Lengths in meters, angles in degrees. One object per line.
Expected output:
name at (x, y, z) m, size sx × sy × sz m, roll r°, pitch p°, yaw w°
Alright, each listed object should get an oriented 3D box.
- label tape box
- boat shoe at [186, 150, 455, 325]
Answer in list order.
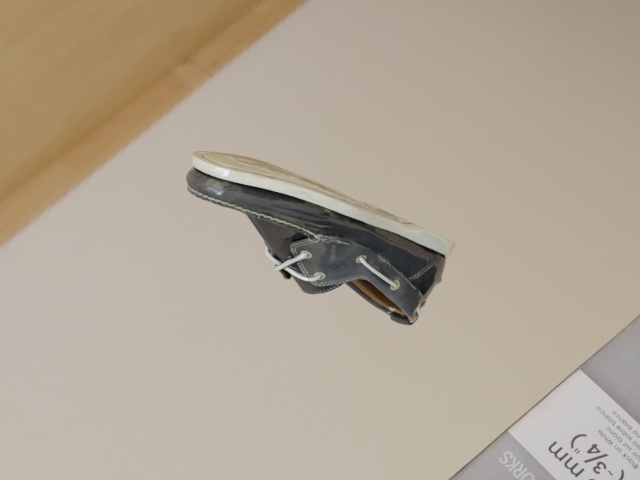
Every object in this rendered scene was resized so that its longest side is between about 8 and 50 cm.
label tape box at (0.156, 0.224, 0.902) m, size 0.334 × 0.106 × 0.240 m, roll -37°, pitch 155°, yaw -16°
boat shoe at (0.000, 0.000, 0.832) m, size 0.233 × 0.084 × 0.079 m, roll 23°, pitch 94°, yaw -40°
